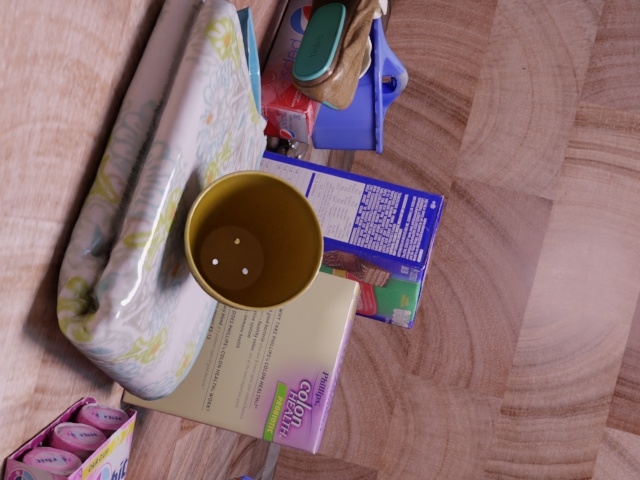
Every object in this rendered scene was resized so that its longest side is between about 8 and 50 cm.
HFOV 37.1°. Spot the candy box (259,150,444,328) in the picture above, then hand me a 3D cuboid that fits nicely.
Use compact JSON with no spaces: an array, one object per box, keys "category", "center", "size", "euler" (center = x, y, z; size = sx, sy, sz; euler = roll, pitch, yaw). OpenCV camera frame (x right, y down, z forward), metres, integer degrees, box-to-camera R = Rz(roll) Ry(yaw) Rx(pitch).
[{"category":"candy box","center":[0.000,0.000,1.376],"size":[0.268,0.317,0.122],"euler":[86,21,-67]}]

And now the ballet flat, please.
[{"category":"ballet flat","center":[0.047,-0.342,1.446],"size":[0.124,0.116,0.342],"euler":[43,52,-49]}]

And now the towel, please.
[{"category":"towel","center":[-0.156,-0.036,1.001],"size":[0.320,0.090,0.375],"euler":[78,26,-70]}]

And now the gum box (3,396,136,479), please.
[{"category":"gum box","center":[-0.242,0.234,0.927],"size":[0.188,0.062,0.107],"euler":[-44,148,-78]}]

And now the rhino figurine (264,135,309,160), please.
[{"category":"rhino figurine","center":[-0.055,-0.163,1.637],"size":[0.243,0.073,0.106],"euler":[-28,121,-86]}]

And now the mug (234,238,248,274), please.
[{"category":"mug","center":[-0.084,0.011,1.107],"size":[0.062,0.078,0.064],"euler":[-44,179,29]}]

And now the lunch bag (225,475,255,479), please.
[{"category":"lunch bag","center":[-0.192,0.519,1.253],"size":[0.328,0.238,0.386],"euler":[-10,121,-81]}]

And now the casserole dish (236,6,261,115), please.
[{"category":"casserole dish","center":[-0.099,-0.212,1.207],"size":[0.188,0.037,0.114],"euler":[84,4,-69]}]

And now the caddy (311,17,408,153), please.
[{"category":"caddy","center":[0.070,-0.293,1.737],"size":[0.341,0.179,0.241],"euler":[73,17,-79]}]

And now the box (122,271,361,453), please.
[{"category":"box","center":[-0.092,0.130,1.200],"size":[0.117,0.242,0.214],"euler":[67,37,-79]}]

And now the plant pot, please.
[{"category":"plant pot","center":[-0.076,0.009,0.932],"size":[0.095,0.134,0.134],"euler":[-31,-140,66]}]

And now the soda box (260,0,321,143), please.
[{"category":"soda box","center":[-0.028,-0.286,1.507],"size":[0.083,0.092,0.263],"euler":[89,16,-61]}]
